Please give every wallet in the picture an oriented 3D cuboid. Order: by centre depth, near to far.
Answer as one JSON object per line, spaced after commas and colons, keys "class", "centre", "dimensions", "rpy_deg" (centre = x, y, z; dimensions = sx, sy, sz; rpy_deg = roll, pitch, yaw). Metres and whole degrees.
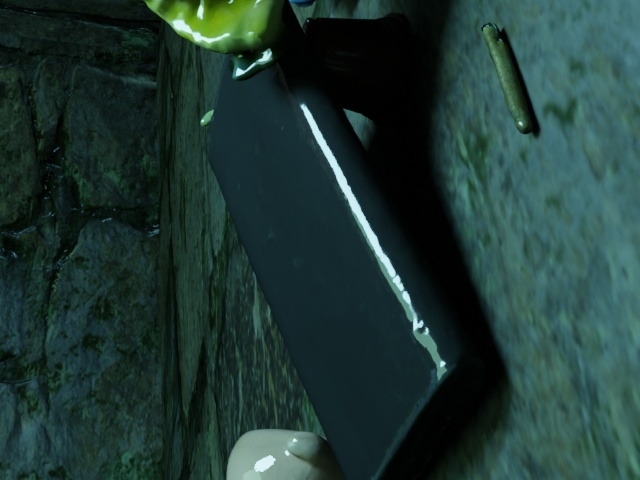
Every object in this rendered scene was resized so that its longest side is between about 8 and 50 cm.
{"class": "wallet", "centre": [0.001, 0.000, 0.808], "dimensions": [0.406, 0.062, 0.228], "rpy_deg": [64, 149, 32]}

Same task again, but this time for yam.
{"class": "yam", "centre": [0.127, -0.111, 0.648], "dimensions": [0.014, 0.014, 0.107], "rpy_deg": [111, 157, -47]}

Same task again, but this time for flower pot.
{"class": "flower pot", "centre": [0.024, -0.165, 0.896], "dimensions": [0.111, 0.089, 0.111], "rpy_deg": [-176, 90, -75]}

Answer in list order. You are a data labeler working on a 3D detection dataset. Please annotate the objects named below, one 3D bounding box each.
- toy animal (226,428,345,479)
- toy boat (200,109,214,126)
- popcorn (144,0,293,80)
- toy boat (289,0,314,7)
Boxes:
{"class": "toy animal", "centre": [-0.036, 0.276, 0.882], "dimensions": [0.171, 0.171, 0.197], "rpy_deg": [143, 136, -70]}
{"class": "toy boat", "centre": [-0.101, -0.295, 1.386], "dimensions": [0.108, 0.099, 0.292], "rpy_deg": [157, 123, -73]}
{"class": "popcorn", "centre": [-0.111, -0.322, 0.772], "dimensions": [0.293, 0.237, 0.292], "rpy_deg": [-28, 45, 32]}
{"class": "toy boat", "centre": [-0.010, -0.336, 1.095], "dimensions": [0.223, 0.100, 0.097], "rpy_deg": [-95, -19, -48]}
